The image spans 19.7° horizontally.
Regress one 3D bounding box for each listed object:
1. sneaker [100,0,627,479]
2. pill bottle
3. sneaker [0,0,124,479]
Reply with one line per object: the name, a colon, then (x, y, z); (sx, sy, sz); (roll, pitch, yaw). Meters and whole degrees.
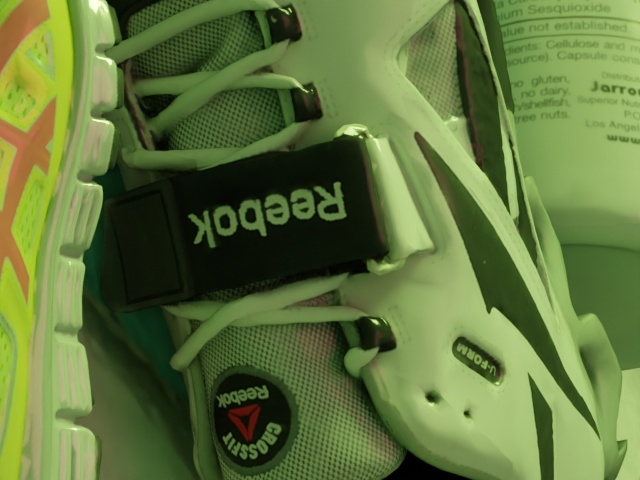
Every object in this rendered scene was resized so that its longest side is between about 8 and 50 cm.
sneaker: (0.000, 0.000, 0.553); (0.331, 0.122, 0.146); (59, 32, -22)
pill bottle: (0.097, -0.074, 0.735); (0.131, 0.131, 0.229); (36, 47, -45)
sneaker: (-0.104, -0.012, 0.435); (0.094, 0.081, 0.209); (15, 64, -53)
